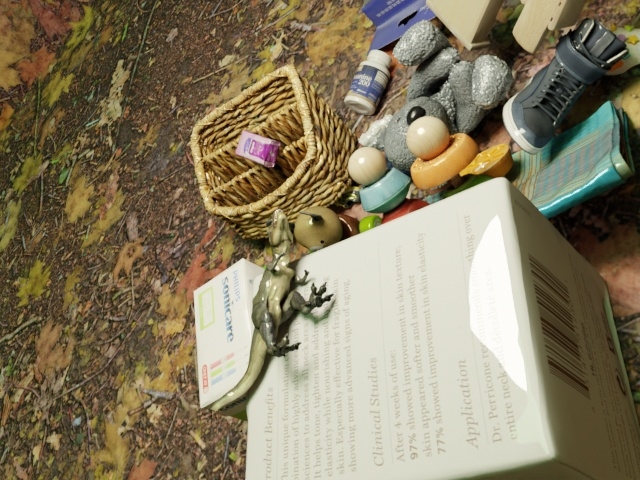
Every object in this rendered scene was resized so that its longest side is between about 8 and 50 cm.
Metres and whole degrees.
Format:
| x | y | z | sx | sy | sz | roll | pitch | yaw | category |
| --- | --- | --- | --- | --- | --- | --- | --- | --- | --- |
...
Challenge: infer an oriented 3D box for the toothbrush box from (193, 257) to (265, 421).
| x | y | z | sx | sy | sz | roll | pitch | yaw | category |
| --- | --- | --- | --- | --- | --- | --- | --- | --- | --- |
| -0.056 | 0.185 | 1.152 | 0.122 | 0.283 | 0.206 | -32 | 50 | 26 | toothbrush box |

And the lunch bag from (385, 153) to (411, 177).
| x | y | z | sx | sy | sz | roll | pitch | yaw | category |
| --- | --- | --- | --- | --- | --- | --- | --- | --- | --- |
| 0.154 | -0.157 | 1.310 | 0.065 | 0.067 | 0.099 | -18 | 57 | 36 | lunch bag |

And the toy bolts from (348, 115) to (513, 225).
| x | y | z | sx | sy | sz | roll | pitch | yaw | category |
| --- | --- | --- | --- | --- | --- | --- | --- | --- | --- |
| 0.157 | -0.112 | 1.083 | 0.228 | 0.158 | 0.218 | -26 | 17 | 40 | toy bolts |

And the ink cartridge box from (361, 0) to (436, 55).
| x | y | z | sx | sy | sz | roll | pitch | yaw | category |
| --- | --- | --- | --- | --- | --- | --- | --- | --- | --- |
| 0.190 | -0.552 | 1.425 | 0.303 | 0.072 | 0.307 | -4 | 60 | 67 | ink cartridge box |

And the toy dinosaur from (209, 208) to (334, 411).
| x | y | z | sx | sy | sz | roll | pitch | yaw | category |
| --- | --- | --- | --- | --- | --- | --- | --- | --- | --- |
| -0.055 | 0.094 | 0.892 | 0.118 | 0.064 | 0.268 | 2 | 71 | 52 | toy dinosaur |

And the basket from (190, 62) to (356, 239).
| x | y | z | sx | sy | sz | roll | pitch | yaw | category |
| --- | --- | --- | --- | --- | --- | --- | --- | --- | --- |
| -0.110 | -0.154 | 1.412 | 0.299 | 0.223 | 0.214 | -23 | 39 | 31 | basket |

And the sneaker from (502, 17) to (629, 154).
| x | y | z | sx | sy | sz | roll | pitch | yaw | category |
| --- | --- | --- | --- | --- | --- | --- | --- | --- | --- |
| 0.361 | -0.234 | 1.057 | 0.163 | 0.086 | 0.226 | -44 | 9 | 48 | sneaker |

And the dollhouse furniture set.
| x | y | z | sx | sy | sz | roll | pitch | yaw | category |
| --- | --- | --- | --- | --- | --- | --- | --- | --- | --- |
| 0.386 | -0.428 | 1.190 | 0.286 | 0.303 | 0.198 | 57 | 150 | 28 | dollhouse furniture set |

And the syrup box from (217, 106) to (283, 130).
| x | y | z | sx | sy | sz | roll | pitch | yaw | category |
| --- | --- | --- | --- | --- | --- | --- | --- | --- | --- |
| -0.148 | -0.244 | 1.619 | 0.236 | 0.096 | 0.093 | -6 | 63 | 42 | syrup box |

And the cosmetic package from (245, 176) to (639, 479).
| x | y | z | sx | sy | sz | roll | pitch | yaw | category |
| --- | --- | --- | --- | --- | --- | --- | --- | --- | --- |
| 0.153 | 0.185 | 0.926 | 0.393 | 0.327 | 0.330 | -22 | 53 | 32 | cosmetic package |

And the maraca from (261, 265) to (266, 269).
| x | y | z | sx | sy | sz | roll | pitch | yaw | category |
| --- | --- | --- | --- | --- | --- | --- | --- | --- | --- |
| -0.125 | 0.117 | 1.398 | 0.185 | 0.099 | 0.127 | -42 | 50 | -19 | maraca |

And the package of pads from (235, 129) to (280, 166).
| x | y | z | sx | sy | sz | roll | pitch | yaw | category |
| --- | --- | --- | --- | --- | --- | --- | --- | --- | --- |
| -0.118 | -0.172 | 1.343 | 0.083 | 0.032 | 0.050 | 24 | 101 | 35 | package of pads |

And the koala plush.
| x | y | z | sx | sy | sz | roll | pitch | yaw | category |
| --- | --- | --- | --- | --- | --- | --- | --- | --- | --- |
| 0.188 | -0.207 | 1.210 | 0.196 | 0.203 | 0.221 | 33 | 88 | 17 | koala plush |

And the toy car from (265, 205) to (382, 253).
| x | y | z | sx | sy | sz | roll | pitch | yaw | category |
| --- | --- | --- | --- | --- | --- | --- | --- | --- | --- |
| 0.000 | 0.000 | 1.274 | 0.155 | 0.188 | 0.149 | -16 | 57 | 37 | toy car |

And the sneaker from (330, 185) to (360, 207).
| x | y | z | sx | sy | sz | roll | pitch | yaw | category |
| --- | --- | --- | --- | --- | --- | --- | --- | --- | --- |
| 0.043 | -0.078 | 1.394 | 0.083 | 0.031 | 0.035 | -24 | 62 | 39 | sneaker |

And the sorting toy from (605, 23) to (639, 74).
| x | y | z | sx | sy | sz | roll | pitch | yaw | category |
| --- | --- | --- | --- | --- | --- | --- | --- | --- | --- |
| 0.485 | -0.303 | 1.112 | 0.075 | 0.045 | 0.083 | 6 | 71 | 24 | sorting toy |

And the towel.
| x | y | z | sx | sy | sz | roll | pitch | yaw | category |
| --- | --- | --- | --- | --- | --- | --- | --- | --- | --- |
| 0.275 | -0.071 | 1.067 | 0.370 | 0.040 | 0.271 | -27 | 15 | 30 | towel |

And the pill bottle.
| x | y | z | sx | sy | sz | roll | pitch | yaw | category |
| --- | --- | --- | --- | --- | --- | --- | --- | --- | --- |
| 0.100 | -0.321 | 1.453 | 0.067 | 0.067 | 0.120 | 14 | 77 | 46 | pill bottle |
